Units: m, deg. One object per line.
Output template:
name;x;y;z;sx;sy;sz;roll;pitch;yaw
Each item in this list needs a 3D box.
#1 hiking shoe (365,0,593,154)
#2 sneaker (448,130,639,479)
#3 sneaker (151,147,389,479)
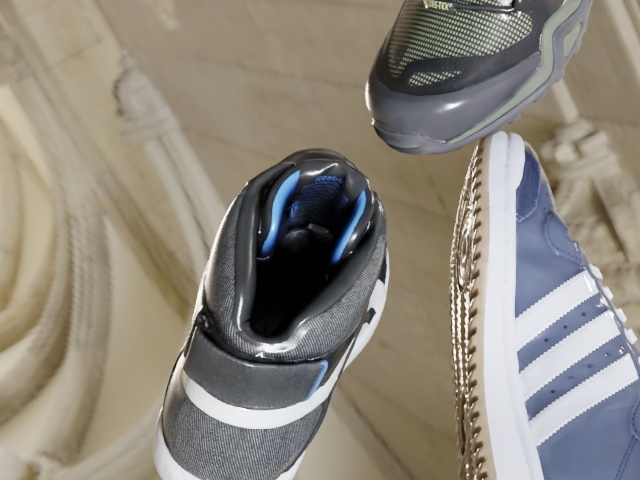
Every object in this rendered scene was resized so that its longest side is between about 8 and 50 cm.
hiking shoe;0.070;-0.146;0.564;0.086;0.114;0.227;18;-106;44
sneaker;0.149;0.072;0.709;0.153;0.099;0.282;1;-118;-2
sneaker;0.000;0.000;0.570;0.217;0.079;0.121;-71;-177;-51
